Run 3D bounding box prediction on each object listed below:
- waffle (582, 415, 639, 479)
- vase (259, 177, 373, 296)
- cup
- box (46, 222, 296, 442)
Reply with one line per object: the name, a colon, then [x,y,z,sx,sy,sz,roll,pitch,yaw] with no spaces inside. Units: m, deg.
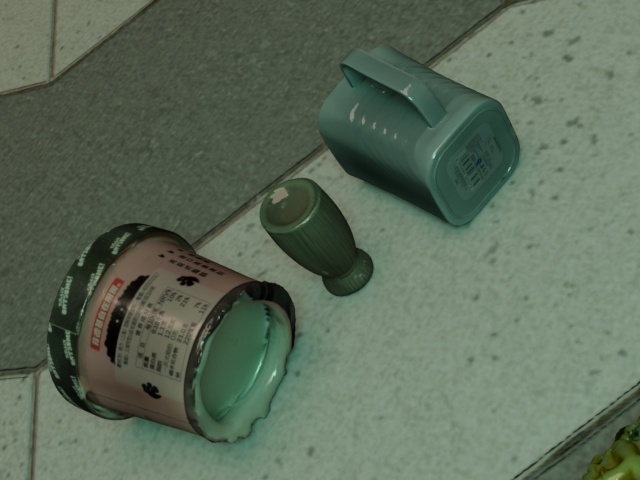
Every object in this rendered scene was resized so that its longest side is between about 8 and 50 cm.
waffle: [0.228,0.163,0.574,0.208,0.054,0.214,9,43,39]
vase: [0.000,0.000,0.842,0.053,0.100,0.053,-17,50,22]
cup: [0.070,-0.092,0.853,0.095,0.128,0.129,-48,48,-12]
box: [-0.104,0.074,0.823,0.135,0.151,0.151,15,65,31]
